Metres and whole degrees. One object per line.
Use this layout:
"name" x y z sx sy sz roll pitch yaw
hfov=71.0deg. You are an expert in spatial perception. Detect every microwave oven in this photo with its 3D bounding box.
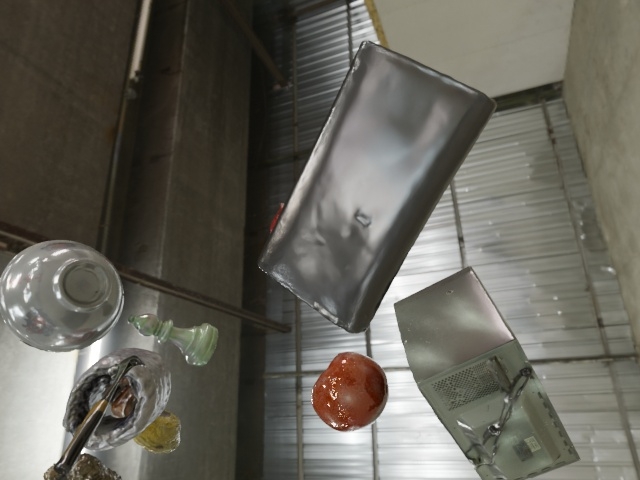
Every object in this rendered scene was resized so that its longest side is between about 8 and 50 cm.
"microwave oven" 0.406 0.349 1.127 0.432 0.236 0.374 55 -167 -22

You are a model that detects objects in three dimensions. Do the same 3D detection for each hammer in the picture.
"hammer" -0.313 0.239 0.645 0.021 0.078 0.201 55 -162 -22

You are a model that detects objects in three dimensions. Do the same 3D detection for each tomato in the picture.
"tomato" 0.084 0.408 1.199 0.208 0.184 0.208 -50 -18 -23

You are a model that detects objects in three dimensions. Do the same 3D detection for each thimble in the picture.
"thimble" -0.521 0.404 1.159 0.217 0.245 0.157 45 178 4

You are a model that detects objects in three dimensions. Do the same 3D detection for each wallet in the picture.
"wallet" 0.068 -0.076 0.702 0.406 0.228 0.062 -62 -22 14

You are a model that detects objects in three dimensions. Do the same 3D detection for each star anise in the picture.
"star anise" -0.659 0.514 1.550 0.292 0.109 0.349 47 -178 26

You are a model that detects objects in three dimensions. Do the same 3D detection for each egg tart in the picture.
"egg tart" -0.604 0.676 1.657 0.252 0.098 0.232 43 179 -26

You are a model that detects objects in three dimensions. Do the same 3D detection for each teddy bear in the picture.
"teddy bear" -0.475 0.524 0.913 0.129 0.251 0.182 1 -123 -52

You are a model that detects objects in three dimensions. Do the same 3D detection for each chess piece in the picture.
"chess piece" -0.472 0.294 1.411 0.272 0.139 0.139 27 -133 -25

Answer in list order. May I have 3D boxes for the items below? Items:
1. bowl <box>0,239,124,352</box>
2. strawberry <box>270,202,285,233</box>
"bowl" -0.708 0.140 1.294 0.345 0.157 0.345 24 -124 -41
"strawberry" 0.000 0.000 0.920 0.187 0.184 0.201 -23 -86 -45
